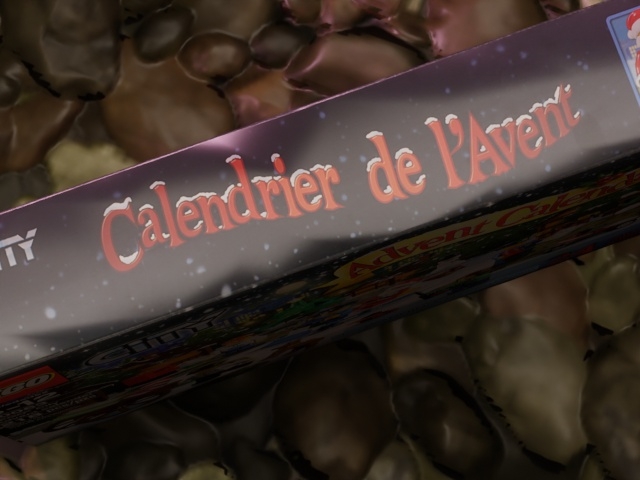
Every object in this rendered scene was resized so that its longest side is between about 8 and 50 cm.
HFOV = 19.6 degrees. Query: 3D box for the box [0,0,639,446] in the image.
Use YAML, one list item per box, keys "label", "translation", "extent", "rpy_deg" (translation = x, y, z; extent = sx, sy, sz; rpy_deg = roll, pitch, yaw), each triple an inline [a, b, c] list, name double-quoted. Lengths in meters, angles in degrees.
- label: "box"
  translation: [0.000, 0.000, 0.561]
  extent: [0.233, 0.159, 0.044]
  rpy_deg: [-19, 80, 0]
